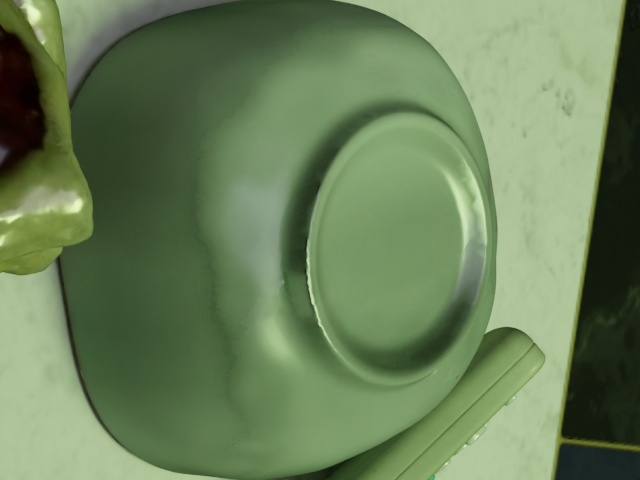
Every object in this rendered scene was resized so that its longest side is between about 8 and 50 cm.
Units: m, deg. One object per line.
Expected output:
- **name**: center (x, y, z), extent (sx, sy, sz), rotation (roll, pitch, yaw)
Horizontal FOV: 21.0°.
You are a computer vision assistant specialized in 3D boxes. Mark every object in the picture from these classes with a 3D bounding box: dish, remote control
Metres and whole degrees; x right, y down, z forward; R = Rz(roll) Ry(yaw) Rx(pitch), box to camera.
- **dish**: center (0.000, 0.000, 0.845), extent (0.256, 0.117, 0.256), rotation (-6, 99, -43)
- **remote control**: center (0.042, 0.116, 0.929), extent (0.221, 0.078, 0.042), rotation (-37, 86, -34)

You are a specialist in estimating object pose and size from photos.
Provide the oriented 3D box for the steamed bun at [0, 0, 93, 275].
- **steamed bun**: center (-0.222, -0.117, 0.581), extent (0.428, 0.189, 0.247), rotation (14, 77, -43)
